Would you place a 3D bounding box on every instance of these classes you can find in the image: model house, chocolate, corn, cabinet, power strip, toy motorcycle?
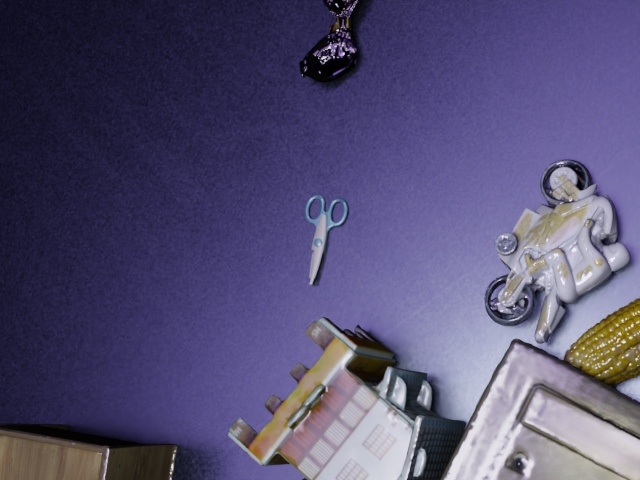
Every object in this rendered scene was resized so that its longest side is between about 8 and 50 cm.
[{"bbox_3d":[0.046,0.228,1.656,0.215,0.224,0.198,38,93,19],"label":"model house"},{"bbox_3d":[0.020,-0.279,1.833,0.072,0.070,0.147,12,96,8],"label":"chocolate"},{"bbox_3d":[0.434,0.084,1.631,0.320,0.097,0.097,-29,75,13],"label":"corn"},{"bbox_3d":[-0.308,0.316,1.757,0.175,0.215,0.148,7,85,17],"label":"cabinet"},{"bbox_3d":[0.280,0.279,1.630,0.257,0.092,0.251,28,93,6],"label":"power strip"},{"bbox_3d":[0.296,0.016,1.693,0.151,0.074,0.228,23,80,24],"label":"toy motorcycle"}]

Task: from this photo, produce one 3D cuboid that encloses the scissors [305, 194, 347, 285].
[{"bbox_3d":[0.000,0.000,1.814,0.058,0.014,0.119,8,81,19],"label":"scissors"}]
